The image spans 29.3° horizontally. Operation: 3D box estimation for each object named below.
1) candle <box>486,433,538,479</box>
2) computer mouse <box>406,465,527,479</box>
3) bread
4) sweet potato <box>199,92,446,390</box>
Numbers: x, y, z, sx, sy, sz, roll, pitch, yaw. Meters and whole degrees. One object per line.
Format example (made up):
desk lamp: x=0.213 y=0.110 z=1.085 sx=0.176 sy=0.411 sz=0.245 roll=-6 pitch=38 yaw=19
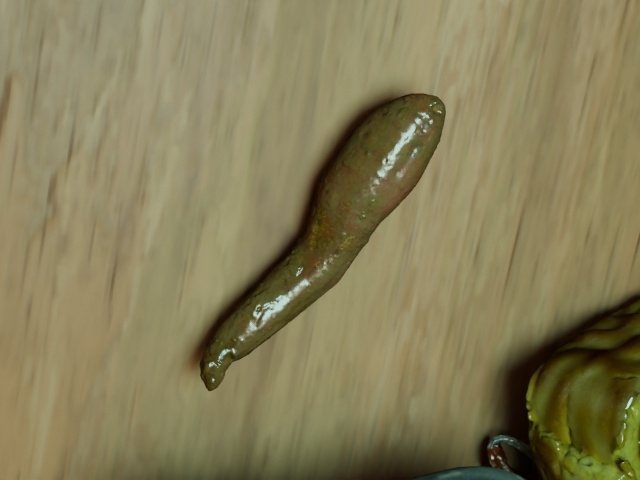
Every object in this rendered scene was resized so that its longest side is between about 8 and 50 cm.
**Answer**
candle: x=0.147 y=0.198 z=0.820 sx=0.053 sy=0.048 sz=0.162 roll=-42 pitch=115 yaw=-35
computer mouse: x=-0.018 y=0.214 z=0.683 sx=0.379 sy=0.090 sz=0.167 roll=2 pitch=79 yaw=-21
bread: x=0.226 y=0.153 z=0.790 sx=0.181 sy=0.096 sz=0.222 roll=-31 pitch=114 yaw=-29
sweet potato: x=0.000 y=0.000 z=0.717 sx=0.050 sy=0.050 sz=0.214 roll=35 pitch=96 yaw=-23
